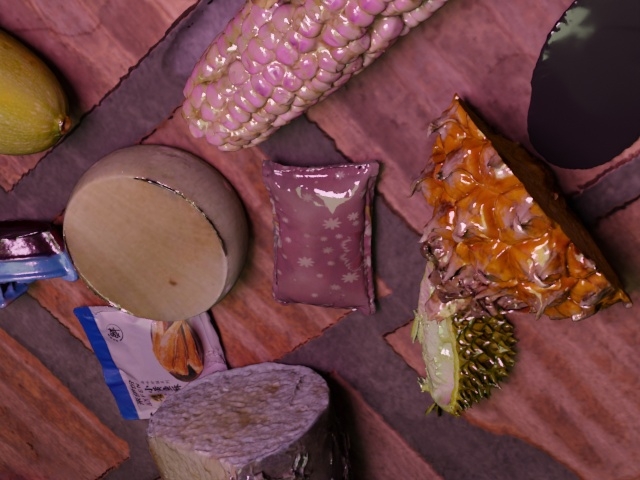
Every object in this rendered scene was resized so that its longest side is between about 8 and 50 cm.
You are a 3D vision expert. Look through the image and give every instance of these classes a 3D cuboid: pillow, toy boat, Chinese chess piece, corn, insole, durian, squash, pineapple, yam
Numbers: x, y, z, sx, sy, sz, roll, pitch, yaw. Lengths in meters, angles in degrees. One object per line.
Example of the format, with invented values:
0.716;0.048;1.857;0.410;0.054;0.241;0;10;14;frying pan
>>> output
0.000;0.000;0.930;0.118;0.043;0.185;6;125;14;pillow
-0.362;0.031;1.048;0.223;0.100;0.097;-1;113;23;toy boat
-0.166;-0.007;0.967;0.188;0.083;0.188;8;123;12;Chinese chess piece
0.011;-0.185;0.754;0.126;0.127;0.335;41;129;-10;corn
0.253;-0.196;0.726;0.119;0.009;0.348;20;128;5;insole
0.139;0.114;0.955;0.100;0.086;0.215;29;134;44;durian
-0.321;-0.150;0.903;0.186;0.123;0.123;28;128;-6;squash
0.147;0.018;0.803;0.164;0.140;0.250;-33;110;11;pineapple
-0.052;0.278;1.047;0.202;0.201;0.271;15;124;41;yam

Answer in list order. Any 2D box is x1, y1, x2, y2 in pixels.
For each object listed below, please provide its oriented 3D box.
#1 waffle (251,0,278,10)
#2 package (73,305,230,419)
-0.037;-0.257;0.708;0.042;0.148;0.102;15;137;-32;waffle
-0.185;0.140;1.105;0.173;0.027;0.171;-8;120;20;package
